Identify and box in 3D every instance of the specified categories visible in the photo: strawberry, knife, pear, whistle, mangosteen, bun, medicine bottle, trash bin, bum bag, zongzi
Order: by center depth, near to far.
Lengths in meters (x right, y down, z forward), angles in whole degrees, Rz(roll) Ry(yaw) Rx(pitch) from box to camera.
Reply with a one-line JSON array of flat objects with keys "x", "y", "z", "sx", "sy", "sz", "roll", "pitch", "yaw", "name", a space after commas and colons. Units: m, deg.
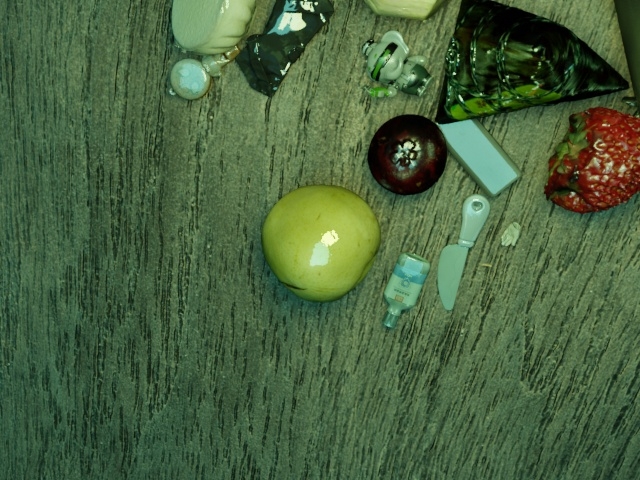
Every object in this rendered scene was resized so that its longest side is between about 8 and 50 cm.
[{"x": 0.768, "y": -0.441, "z": 1.298, "sx": 0.252, "sy": 0.203, "sz": 0.301, "roll": -9, "pitch": 104, "yaw": 34, "name": "trash bin"}, {"x": 0.478, "y": -0.384, "z": 1.336, "sx": 0.362, "sy": 0.383, "sz": 0.319, "roll": 8, "pitch": 100, "yaw": -28, "name": "zongzi"}, {"x": 0.654, "y": -0.173, "z": 1.366, "sx": 0.257, "sy": 0.261, "sz": 0.261, "roll": 24, "pitch": 107, "yaw": 2, "name": "strawberry"}, {"x": 0.213, "y": -0.208, "z": 1.462, "sx": 0.210, "sy": 0.210, "sz": 0.210, "roll": 3, "pitch": 105, "yaw": 10, "name": "mangosteen"}, {"x": -0.234, "y": -0.570, "z": 1.477, "sx": 0.263, "sy": 0.175, "sz": 0.263, "roll": -7, "pitch": 80, "yaw": 46, "name": "bun"}, {"x": -0.097, "y": -0.510, "z": 1.506, "sx": 0.137, "sy": 0.074, "sz": 0.310, "roll": 36, "pitch": 114, "yaw": -13, "name": "bum bag"}, {"x": 0.000, "y": 0.000, "z": 1.512, "sx": 0.309, "sy": 0.309, "sz": 0.309, "roll": 3, "pitch": 105, "yaw": 10, "name": "pear"}, {"x": -0.306, "y": -0.447, "z": 1.574, "sx": 0.220, "sy": 0.057, "sz": 0.107, "roll": -31, "pitch": 103, "yaw": 12, "name": "whistle"}, {"x": 0.362, "y": 0.033, "z": 1.586, "sx": 0.080, "sy": 0.044, "sz": 0.331, "roll": 18, "pitch": 110, "yaw": 5, "name": "knife"}, {"x": 0.222, "y": 0.137, "z": 1.626, "sx": 0.090, "sy": 0.054, "sz": 0.208, "roll": 21, "pitch": 107, "yaw": 5, "name": "medicine bottle"}]

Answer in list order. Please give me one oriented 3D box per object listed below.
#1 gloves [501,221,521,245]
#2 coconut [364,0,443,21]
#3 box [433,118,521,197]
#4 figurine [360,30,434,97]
[{"x": 0.495, "y": -0.017, "z": 1.544, "sx": 0.081, "sy": 0.037, "sz": 0.044, "roll": -55, "pitch": 53, "yaw": 33, "name": "gloves"}, {"x": 0.189, "y": -0.672, "z": 1.293, "sx": 0.352, "sy": 0.352, "sz": 0.352, "roll": 3, "pitch": 105, "yaw": 10, "name": "coconut"}, {"x": 0.388, "y": -0.228, "z": 1.501, "sx": 0.103, "sy": 0.055, "sz": 0.244, "roll": -40, "pitch": 95, "yaw": 17, "name": "box"}, {"x": 0.180, "y": -0.422, "z": 1.459, "sx": 0.192, "sy": 0.126, "sz": 0.147, "roll": 38, "pitch": 127, "yaw": 11, "name": "figurine"}]
